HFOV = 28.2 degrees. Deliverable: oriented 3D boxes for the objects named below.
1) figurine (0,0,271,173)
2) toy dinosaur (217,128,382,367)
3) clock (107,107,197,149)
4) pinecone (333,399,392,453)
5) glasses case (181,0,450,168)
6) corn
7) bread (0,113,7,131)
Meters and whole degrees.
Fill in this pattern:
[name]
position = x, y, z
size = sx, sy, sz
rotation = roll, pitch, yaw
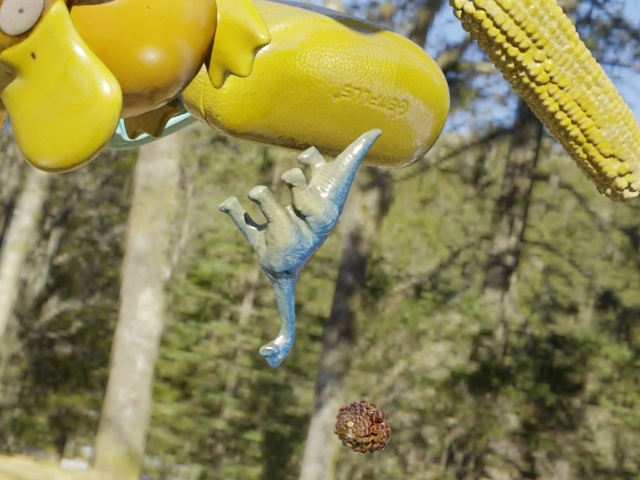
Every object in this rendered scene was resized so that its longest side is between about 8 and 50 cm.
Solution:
[figurine]
position = -0.174, -0.158, 0.902
size = 0.215, 0.215, 0.228
rotation = 8, 22, 26
[toy dinosaur]
position = 0.000, 0.000, 1.389
size = 0.188, 0.248, 0.075
rotation = 58, -9, -18
[clock]
position = -0.225, -0.269, 1.804
size = 0.274, 0.223, 0.094
rotation = -22, -19, -2
[pinecone]
position = 0.062, 0.263, 1.796
size = 0.077, 0.077, 0.083
rotation = 7, -6, 32
[glasses case]
position = 0.015, -0.186, 1.531
size = 0.371, 0.173, 0.141
rotation = 7, 16, -46
[corn]
position = 0.229, -0.157, 1.230
size = 0.288, 0.086, 0.086
rotation = 49, -20, -17
[bread]
position = -0.410, -0.137, 1.209
size = 0.160, 0.140, 0.169
rotation = 17, -19, 11
